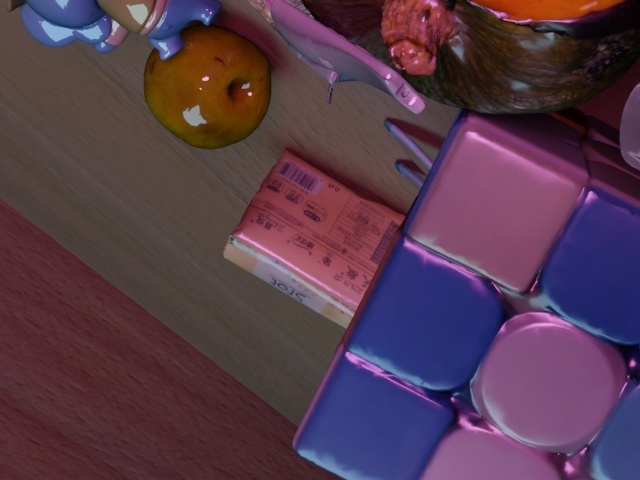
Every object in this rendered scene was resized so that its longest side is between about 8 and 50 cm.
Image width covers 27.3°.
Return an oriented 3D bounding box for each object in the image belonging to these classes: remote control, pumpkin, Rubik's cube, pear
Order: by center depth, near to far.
[{"bbox_3d":[0.014,-0.136,0.984,0.050,0.027,0.184,39,-179,-39],"label":"remote control"},{"bbox_3d":[0.108,-0.192,1.019,0.325,0.242,0.232,27,155,19],"label":"pumpkin"},{"bbox_3d":[0.219,0.078,1.234,0.347,0.346,0.344,26,-163,2],"label":"Rubik's cube"},{"bbox_3d":[-0.137,-0.183,1.574,0.162,0.149,0.149,9,154,48],"label":"pear"}]

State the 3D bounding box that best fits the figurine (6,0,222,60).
[{"bbox_3d":[-0.246,-0.282,1.460,0.262,0.154,0.180,33,151,-2],"label":"figurine"}]

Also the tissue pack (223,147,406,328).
[{"bbox_3d":[0.000,0.000,1.812,0.222,0.186,0.090,30,150,-2],"label":"tissue pack"}]

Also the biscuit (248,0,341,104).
[{"bbox_3d":[-0.047,-0.282,1.116,0.079,0.186,0.309,-13,140,31],"label":"biscuit"}]

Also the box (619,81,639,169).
[{"bbox_3d":[0.282,-0.153,0.882,0.069,0.224,0.120,28,164,17],"label":"box"}]

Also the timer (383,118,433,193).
[{"bbox_3d":[0.160,-0.014,1.568,0.255,0.175,0.175,24,162,18],"label":"timer"}]

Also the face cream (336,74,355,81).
[{"bbox_3d":[0.091,-0.199,1.289,0.077,0.077,0.250,40,159,-31],"label":"face cream"}]
